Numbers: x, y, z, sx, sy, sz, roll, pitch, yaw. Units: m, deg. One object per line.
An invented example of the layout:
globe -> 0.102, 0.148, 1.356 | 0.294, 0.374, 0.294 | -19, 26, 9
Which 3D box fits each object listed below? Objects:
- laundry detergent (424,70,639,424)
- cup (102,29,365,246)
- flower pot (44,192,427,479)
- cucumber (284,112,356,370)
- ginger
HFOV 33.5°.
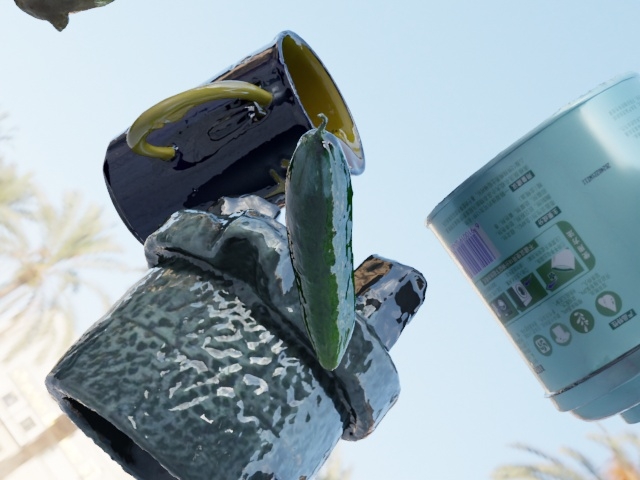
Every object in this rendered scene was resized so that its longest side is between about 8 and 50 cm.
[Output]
laundry detergent -> 0.313, 0.024, 1.153 | 0.305, 0.287, 0.287 | 56, -24, 8
cup -> -0.123, -0.119, 1.174 | 0.255, 0.256, 0.178 | 46, 25, -45
flower pot -> -0.068, 0.099, 0.964 | 0.299, 0.283, 0.299 | 35, -24, 18
cucumber -> 0.000, 0.000, 0.573 | 0.039, 0.039, 0.167 | 33, -40, 40
ginger -> -0.247, -0.251, 1.065 | 0.137, 0.044, 0.057 | -13, -50, 21
